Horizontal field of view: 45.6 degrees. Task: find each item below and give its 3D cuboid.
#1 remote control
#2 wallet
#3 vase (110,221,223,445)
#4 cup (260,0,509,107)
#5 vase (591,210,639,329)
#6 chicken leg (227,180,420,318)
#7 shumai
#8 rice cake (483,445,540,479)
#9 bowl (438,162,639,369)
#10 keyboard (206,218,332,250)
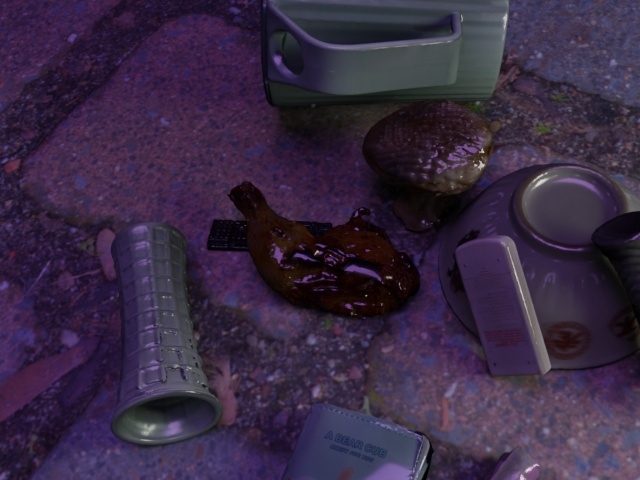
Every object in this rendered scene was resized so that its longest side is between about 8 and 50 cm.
[{"bbox_3d":[0.237,0.086,0.999,0.029,0.088,0.189,-22,95,-44],"label":"remote control"},{"bbox_3d":[0.024,0.330,0.918,0.176,0.075,0.250,12,57,21],"label":"wallet"},{"bbox_3d":[-0.226,0.116,1.058,0.143,0.143,0.298,-13,53,-3],"label":"vase"},{"bbox_3d":[0.088,-0.333,1.236,0.393,0.310,0.400,4,62,3],"label":"cup"},{"bbox_3d":[0.421,0.081,0.941,0.116,0.237,0.115,-27,15,8],"label":"vase"},{"bbox_3d":[-0.006,0.009,1.127,0.323,0.083,0.177,12,58,10],"label":"chicken leg"},{"bbox_3d":[0.171,-0.113,1.160,0.210,0.152,0.161,8,50,34],"label":"shumai"},{"bbox_3d":[0.171,0.356,0.895,0.055,0.049,0.270,40,66,13],"label":"rice cake"},{"bbox_3d":[0.335,-0.003,1.062,0.338,0.157,0.337,-4,55,5],"label":"bowl"},{"bbox_3d":[-0.080,-0.008,1.195,0.196,0.018,0.060,2,53,7],"label":"keyboard"}]
